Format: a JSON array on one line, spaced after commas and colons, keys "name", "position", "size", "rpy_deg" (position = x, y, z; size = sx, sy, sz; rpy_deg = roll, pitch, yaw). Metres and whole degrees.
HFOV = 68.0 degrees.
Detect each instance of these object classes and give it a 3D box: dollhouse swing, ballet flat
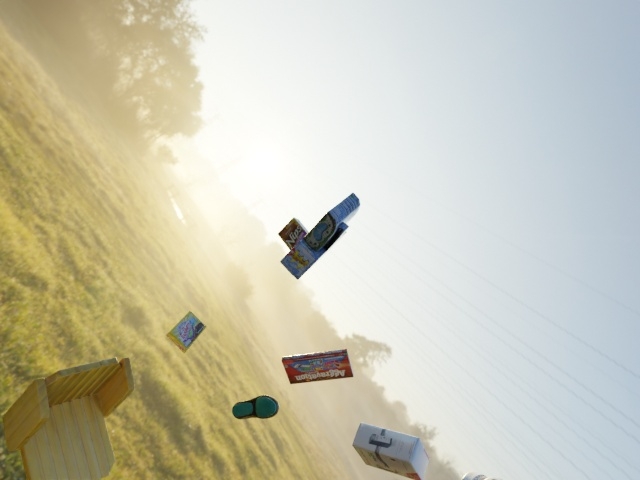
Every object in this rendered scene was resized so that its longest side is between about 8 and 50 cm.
[{"name": "dollhouse swing", "position": [-0.790, 0.623, 1.581], "size": [0.305, 0.315, 0.346], "rpy_deg": [54, 21, 19]}, {"name": "ballet flat", "position": [-0.214, 0.589, 1.678], "size": [0.073, 0.232, 0.080], "rpy_deg": [22, 60, -47]}]

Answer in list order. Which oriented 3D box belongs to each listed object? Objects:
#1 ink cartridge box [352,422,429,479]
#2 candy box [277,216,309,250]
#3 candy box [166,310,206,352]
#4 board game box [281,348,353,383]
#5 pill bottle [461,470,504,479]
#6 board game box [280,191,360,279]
[{"name": "ink cartridge box", "position": [0.237, 0.712, 1.602], "size": [0.217, 0.092, 0.159], "rpy_deg": [3, -44, 35]}, {"name": "candy box", "position": [-0.090, 0.003, 2.044], "size": [0.187, 0.109, 0.053], "rpy_deg": [50, 13, 25]}, {"name": "candy box", "position": [-0.559, 0.379, 1.991], "size": [0.105, 0.027, 0.206], "rpy_deg": [45, 19, -6]}, {"name": "board game box", "position": [-0.011, 0.534, 2.003], "size": [0.027, 0.280, 0.145], "rpy_deg": [-83, 160, -58]}, {"name": "pill bottle", "position": [0.571, 0.826, 1.443], "size": [0.283, 0.161, 0.161], "rpy_deg": [-1, -55, 54]}, {"name": "board game box", "position": [0.000, 0.000, 1.066], "size": [0.060, 0.194, 0.194], "rpy_deg": [44, 34, 2]}]
